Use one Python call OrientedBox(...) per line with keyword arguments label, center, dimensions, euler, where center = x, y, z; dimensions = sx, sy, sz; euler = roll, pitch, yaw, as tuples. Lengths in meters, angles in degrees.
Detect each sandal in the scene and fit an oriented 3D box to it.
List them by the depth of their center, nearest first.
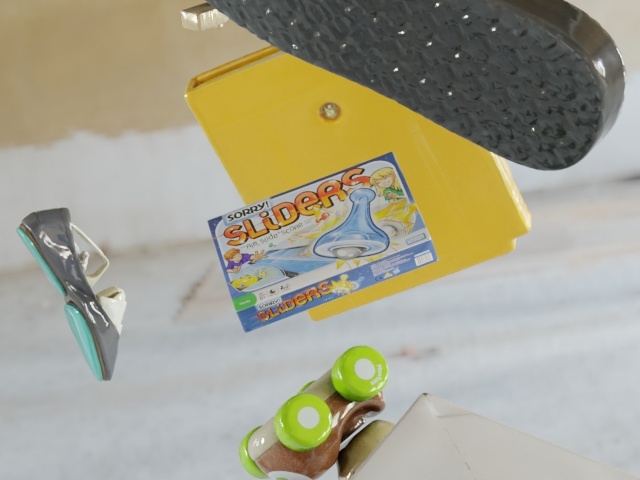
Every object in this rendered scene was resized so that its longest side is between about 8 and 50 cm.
OrientedBox(label="sandal", center=(0.038, -0.206, 1.473), dimensions=(0.446, 0.167, 0.107), euler=(34, 44, 12))

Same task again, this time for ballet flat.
OrientedBox(label="ballet flat", center=(-0.243, 0.052, 1.998), dimensions=(0.074, 0.203, 0.074), euler=(-21, 23, 9))

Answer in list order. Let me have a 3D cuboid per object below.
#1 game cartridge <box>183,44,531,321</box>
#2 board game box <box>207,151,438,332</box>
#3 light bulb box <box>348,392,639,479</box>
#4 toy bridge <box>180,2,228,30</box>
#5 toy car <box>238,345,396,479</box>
OrientedBox(label="game cartridge", center=(0.047, -0.088, 2.123), dimensions=(0.285, 0.324, 0.053), euler=(-20, 27, 18))
OrientedBox(label="board game box", center=(0.000, 0.000, 1.891), dimensions=(0.201, 0.035, 0.136), euler=(-21, 45, -1))
OrientedBox(label="light bulb box", center=(0.071, 0.370, 1.381), dimensions=(0.225, 0.361, 0.358), euler=(21, 35, 20))
OrientedBox(label="toy bridge", center=(-0.091, -0.262, 1.553), dimensions=(0.026, 0.188, 0.063), euler=(17, 31, 41))
OrientedBox(label="toy car", center=(0.036, 0.219, 1.851), dimensions=(0.149, 0.188, 0.155), euler=(-39, -3, -26))
